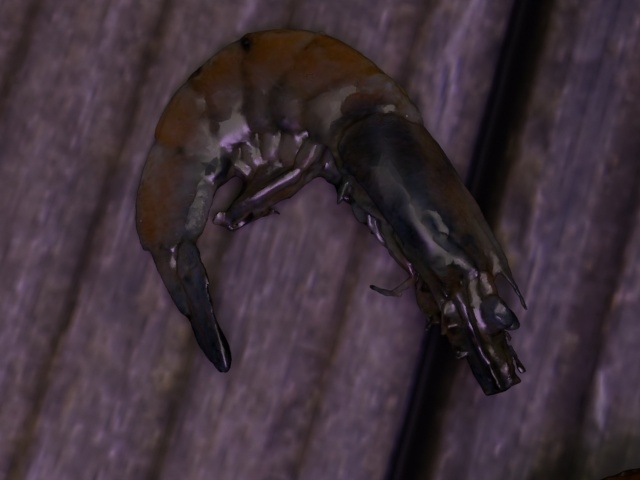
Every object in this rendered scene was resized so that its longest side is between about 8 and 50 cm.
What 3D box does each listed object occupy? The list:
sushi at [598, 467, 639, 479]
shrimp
[{"bbox_3d":[0.100,0.202,0.592,0.287,0.140,0.149,-32,43,-9],"label":"sushi"},{"bbox_3d":[0.000,0.000,0.678,0.150,0.051,0.217,-35,73,-6],"label":"shrimp"}]
